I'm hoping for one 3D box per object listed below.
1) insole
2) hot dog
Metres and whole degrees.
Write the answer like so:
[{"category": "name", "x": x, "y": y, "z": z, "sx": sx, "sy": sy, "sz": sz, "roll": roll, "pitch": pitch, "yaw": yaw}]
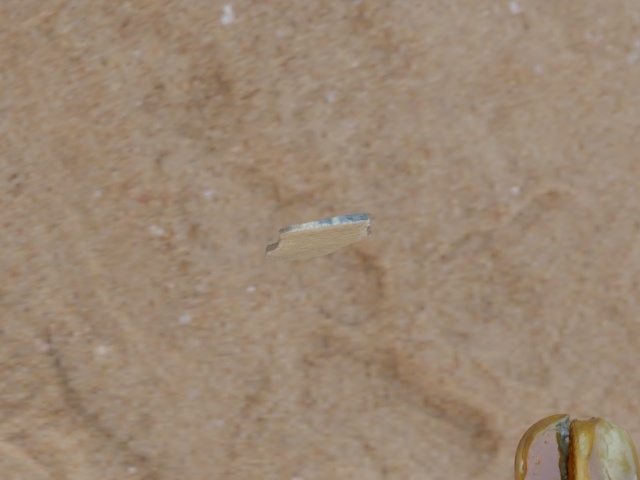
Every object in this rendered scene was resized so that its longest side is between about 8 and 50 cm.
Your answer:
[{"category": "insole", "x": 0.000, "y": 0.000, "z": 1.305, "sx": 0.081, "sy": 0.248, "sz": 0.011, "roll": -10, "pitch": 86, "yaw": -3}, {"category": "hot dog", "x": 0.240, "y": 0.323, "z": 1.605, "sx": 0.100, "sy": 0.135, "sz": 0.337, "roll": -2, "pitch": 89, "yaw": -36}]
